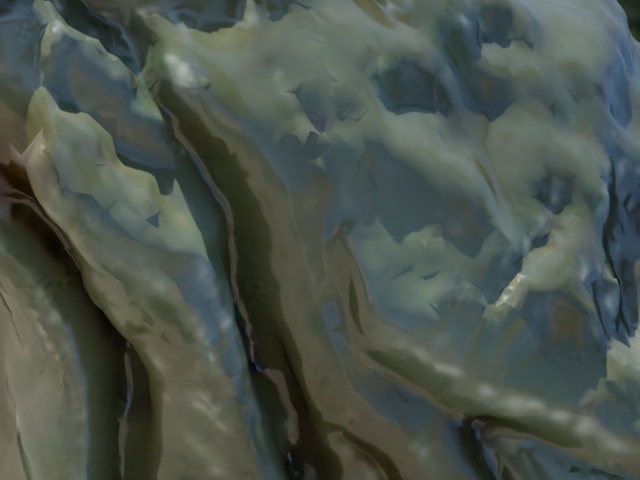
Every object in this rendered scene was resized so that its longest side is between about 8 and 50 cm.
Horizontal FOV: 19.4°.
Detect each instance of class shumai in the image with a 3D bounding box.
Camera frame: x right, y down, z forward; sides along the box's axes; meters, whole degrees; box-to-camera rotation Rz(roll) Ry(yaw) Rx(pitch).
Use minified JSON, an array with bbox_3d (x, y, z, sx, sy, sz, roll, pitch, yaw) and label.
[{"bbox_3d":[0.000,0.000,0.481,0.304,0.309,0.263,2,-47,29],"label":"shumai"}]
